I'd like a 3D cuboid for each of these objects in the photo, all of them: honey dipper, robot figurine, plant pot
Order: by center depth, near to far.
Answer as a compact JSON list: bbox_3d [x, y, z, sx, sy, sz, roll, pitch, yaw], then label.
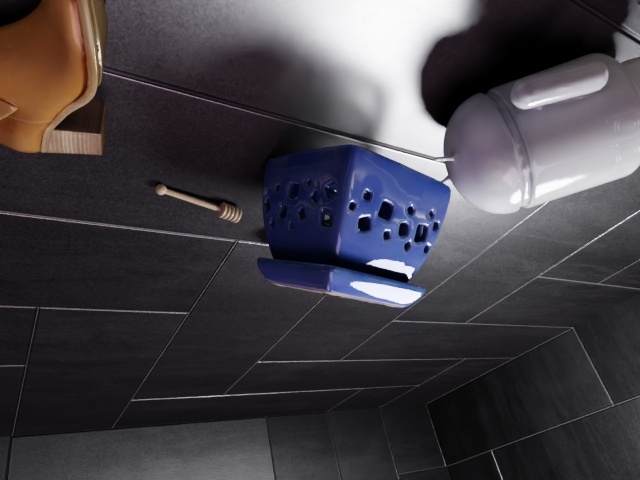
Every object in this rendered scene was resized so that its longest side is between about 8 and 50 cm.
[{"bbox_3d":[0.351,-0.163,0.777,0.354,0.199,0.300,-19,150,7],"label":"robot figurine"},{"bbox_3d":[0.043,-0.012,0.799,0.236,0.212,0.236,15,171,-37],"label":"plant pot"},{"bbox_3d":[-0.214,-0.067,0.868,0.161,0.030,0.030,18,136,-39],"label":"honey dipper"}]

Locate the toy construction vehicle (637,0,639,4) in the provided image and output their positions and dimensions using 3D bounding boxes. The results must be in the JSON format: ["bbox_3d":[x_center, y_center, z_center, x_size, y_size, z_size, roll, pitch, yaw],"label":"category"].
[{"bbox_3d":[0.469,-0.378,0.652,0.086,0.035,0.098,-14,147,21],"label":"toy construction vehicle"}]

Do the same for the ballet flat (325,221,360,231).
[{"bbox_3d":[0.000,0.000,1.039,0.213,0.072,0.068,-8,175,-8],"label":"ballet flat"}]

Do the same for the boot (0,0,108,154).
[{"bbox_3d":[-0.357,-0.209,0.541,0.220,0.109,0.283,5,151,-22],"label":"boot"}]
